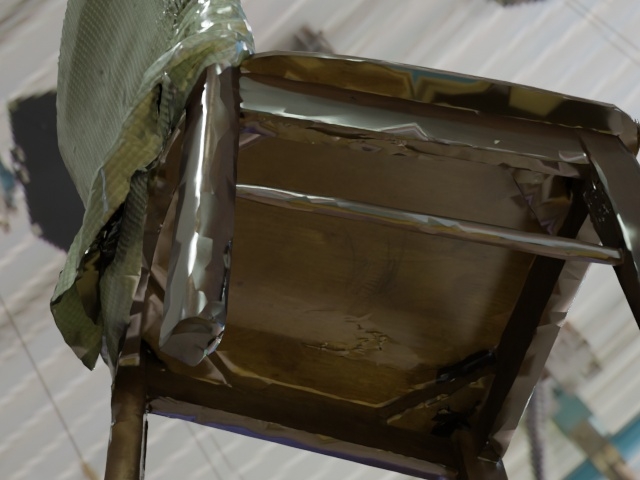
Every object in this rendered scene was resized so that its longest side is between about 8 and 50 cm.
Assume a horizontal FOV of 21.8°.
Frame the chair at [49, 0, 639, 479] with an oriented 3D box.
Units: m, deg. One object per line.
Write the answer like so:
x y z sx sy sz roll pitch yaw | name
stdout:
0.000 0.000 0.577 0.186 0.319 0.160 10 -60 -13 | chair
